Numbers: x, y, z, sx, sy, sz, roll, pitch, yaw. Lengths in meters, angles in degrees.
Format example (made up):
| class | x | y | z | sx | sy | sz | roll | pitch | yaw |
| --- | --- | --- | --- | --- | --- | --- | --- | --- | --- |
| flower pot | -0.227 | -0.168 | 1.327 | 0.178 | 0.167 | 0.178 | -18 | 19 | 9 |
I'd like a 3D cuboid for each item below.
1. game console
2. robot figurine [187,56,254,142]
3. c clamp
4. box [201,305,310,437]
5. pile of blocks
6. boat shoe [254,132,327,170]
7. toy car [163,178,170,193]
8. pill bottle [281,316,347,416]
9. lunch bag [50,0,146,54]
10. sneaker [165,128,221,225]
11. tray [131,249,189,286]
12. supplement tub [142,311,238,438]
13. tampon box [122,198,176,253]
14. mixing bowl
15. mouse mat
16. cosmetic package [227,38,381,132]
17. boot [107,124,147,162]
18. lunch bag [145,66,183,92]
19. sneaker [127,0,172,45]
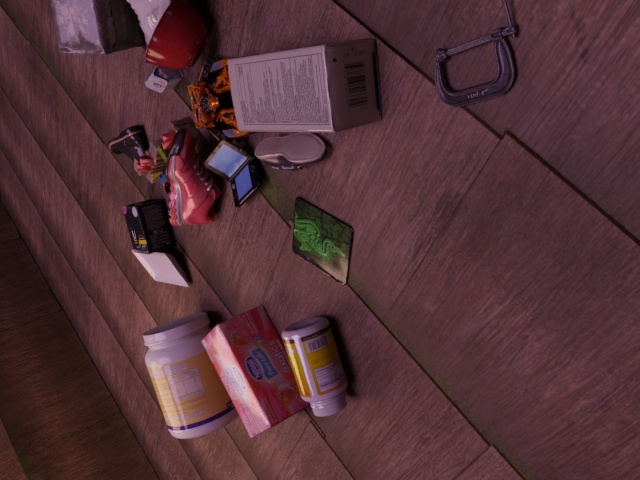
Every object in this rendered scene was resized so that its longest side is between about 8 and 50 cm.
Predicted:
| class | x | y | z | sx | sy | sz | roll | pitch | yaw |
| --- | --- | --- | --- | --- | --- | --- | --- | --- | --- |
| game console | -0.219 | -0.161 | 1.393 | 0.144 | 0.085 | 0.124 | -34 | 63 | 52 |
| robot figurine | -0.218 | -0.330 | 1.320 | 0.291 | 0.085 | 0.211 | 4 | 109 | 49 |
| c clamp | 0.232 | -0.277 | 0.856 | 0.161 | 0.022 | 0.137 | -13 | 102 | 51 |
| box | -0.174 | 0.350 | 1.525 | 0.299 | 0.154 | 0.142 | 60 | 142 | 13 |
| pile of blocks | -0.453 | -0.221 | 1.634 | 0.362 | 0.113 | 0.148 | -25 | 87 | 53 |
| boat shoe | -0.055 | -0.187 | 1.228 | 0.206 | 0.075 | 0.065 | 9 | 156 | 43 |
| toy car | -0.410 | -0.140 | 1.622 | 0.040 | 0.060 | 0.122 | 36 | 164 | 33 |
| pill bottle | -0.008 | 0.295 | 1.327 | 0.117 | 0.117 | 0.214 | -11 | 98 | 52 |
| lunch bag | -0.539 | -0.611 | 1.453 | 0.169 | 0.287 | 0.235 | 7 | 117 | 16 |
| sneaker | -0.331 | -0.164 | 1.505 | 0.313 | 0.136 | 0.115 | 102 | 173 | -46 |
| tray | -0.537 | 0.085 | 1.917 | 0.270 | 0.030 | 0.145 | 2 | 130 | 50 |
| supplement tub | -0.399 | 0.412 | 1.755 | 0.241 | 0.241 | 0.331 | -12 | 97 | 52 |
| tampon box | -0.561 | -0.047 | 1.852 | 0.120 | 0.101 | 0.160 | 2 | 108 | 50 |
| mixing bowl | -0.329 | -0.478 | 1.346 | 0.098 | 0.181 | 0.181 | 29 | 141 | -13 |
| mouse mat | 0.000 | 0.000 | 1.274 | 0.190 | 0.007 | 0.152 | 32 | 130 | 39 |
| cosmetic package | -0.037 | -0.291 | 1.085 | 0.296 | 0.129 | 0.153 | 14 | 118 | 46 |
| boot | -0.620 | -0.278 | 1.846 | 0.198 | 0.077 | 0.137 | -16 | 99 | 53 |
| lunch bag | -0.423 | -0.434 | 1.521 | 0.071 | 0.083 | 0.053 | -24 | 87 | 52 |
| sneaker | -0.429 | -0.583 | 1.361 | 0.169 | 0.108 | 0.292 | 27 | 155 | -12 |
